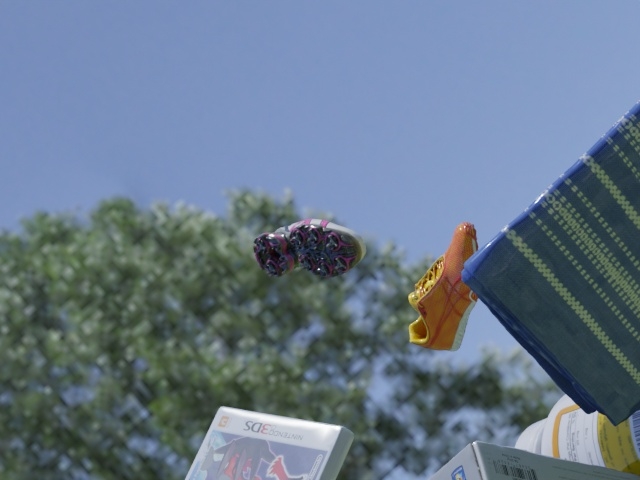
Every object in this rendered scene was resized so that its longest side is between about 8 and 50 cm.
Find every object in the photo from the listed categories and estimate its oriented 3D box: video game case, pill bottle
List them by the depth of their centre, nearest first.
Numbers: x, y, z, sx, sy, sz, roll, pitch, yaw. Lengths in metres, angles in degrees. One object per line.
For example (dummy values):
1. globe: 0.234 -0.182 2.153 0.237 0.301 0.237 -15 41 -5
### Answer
1. pill bottle: 0.275 0.176 1.439 0.136 0.136 0.246 -28 -2 -36
2. video game case: -0.074 0.255 1.580 0.023 0.183 0.201 39 -114 -36

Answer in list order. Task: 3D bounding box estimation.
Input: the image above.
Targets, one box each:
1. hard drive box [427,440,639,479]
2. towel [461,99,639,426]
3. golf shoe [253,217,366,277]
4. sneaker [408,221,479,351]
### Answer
1. hard drive box: 0.183 0.281 1.261 0.181 0.232 0.089 15 -46 -31
2. towel: 0.274 -0.030 1.232 0.336 0.040 0.243 -44 -48 3
3. golf shoe: 0.000 0.000 1.993 0.086 0.067 0.186 -27 16 -32
4. sneaker: 0.132 0.054 1.807 0.067 0.064 0.175 7 -53 -7
